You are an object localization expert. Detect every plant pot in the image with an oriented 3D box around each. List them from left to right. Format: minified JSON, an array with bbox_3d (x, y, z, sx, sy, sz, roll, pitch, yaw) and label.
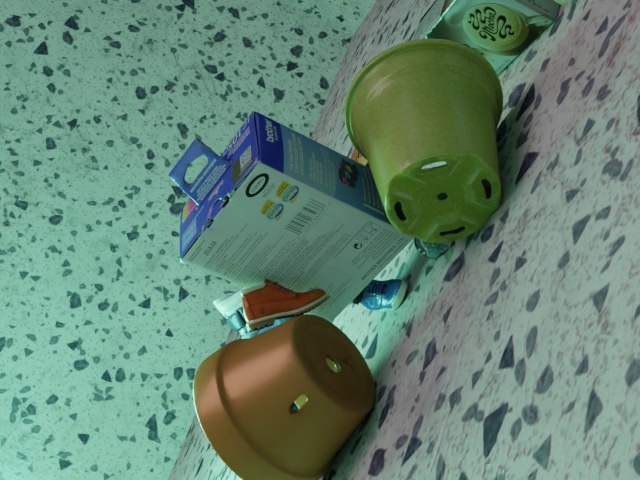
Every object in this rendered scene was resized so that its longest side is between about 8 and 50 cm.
[{"bbox_3d":[-0.045,0.262,1.576,0.203,0.291,0.291,-42,19,25],"label":"plant pot"},{"bbox_3d":[0.181,-0.142,1.483,0.276,0.276,0.254,-57,23,37],"label":"plant pot"}]

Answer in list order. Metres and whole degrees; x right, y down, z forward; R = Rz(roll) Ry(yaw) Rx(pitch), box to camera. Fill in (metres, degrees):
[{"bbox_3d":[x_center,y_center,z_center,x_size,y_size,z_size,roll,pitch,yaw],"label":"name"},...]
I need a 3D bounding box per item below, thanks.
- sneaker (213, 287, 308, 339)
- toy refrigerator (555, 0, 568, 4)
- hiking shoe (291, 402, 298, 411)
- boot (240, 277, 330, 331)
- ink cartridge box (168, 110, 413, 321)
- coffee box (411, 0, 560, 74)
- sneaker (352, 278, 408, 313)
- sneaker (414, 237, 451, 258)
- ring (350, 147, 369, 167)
[{"bbox_3d":[-0.175,0.239,2.239,0.322,0.236,0.130,-62,-8,7],"label":"sneaker"},{"bbox_3d":[0.439,-0.535,1.524,0.102,0.094,0.269,-28,37,63],"label":"toy refrigerator"},{"bbox_3d":[-0.054,0.410,1.739,0.132,0.113,0.304,-44,28,35],"label":"hiking shoe"},{"bbox_3d":[-0.064,0.099,1.611,0.059,0.158,0.084,132,121,-73],"label":"boot"},{"bbox_3d":[-0.071,-0.045,1.619,0.270,0.396,0.151,-48,33,32],"label":"ink cartridge box"},{"bbox_3d":[0.301,-0.412,1.706,0.118,0.168,0.297,-69,11,-24],"label":"coffee box"},{"bbox_3d":[0.102,0.094,1.715,0.058,0.085,0.152,-67,10,-17],"label":"sneaker"},{"bbox_3d":[0.194,-0.001,1.595,0.166,0.065,0.076,-76,-1,-63],"label":"sneaker"},{"bbox_3d":[0.168,-0.327,2.607,0.336,0.032,0.336,-60,11,20],"label":"ring"}]
